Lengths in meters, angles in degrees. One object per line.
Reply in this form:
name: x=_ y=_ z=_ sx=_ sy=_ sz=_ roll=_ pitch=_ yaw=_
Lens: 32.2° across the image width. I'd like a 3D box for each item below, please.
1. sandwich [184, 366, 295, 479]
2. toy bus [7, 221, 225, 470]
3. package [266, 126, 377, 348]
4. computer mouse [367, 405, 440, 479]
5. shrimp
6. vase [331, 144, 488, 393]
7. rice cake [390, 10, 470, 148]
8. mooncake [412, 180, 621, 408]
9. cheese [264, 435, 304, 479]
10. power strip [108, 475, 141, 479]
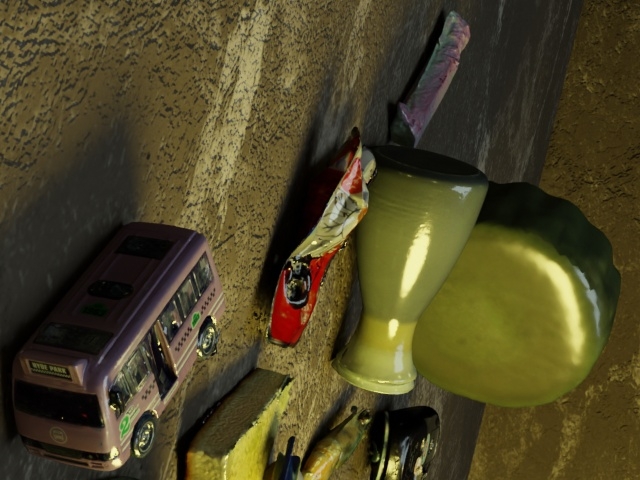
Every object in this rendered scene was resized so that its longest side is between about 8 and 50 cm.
sandwich: x=-0.093 y=0.250 z=1.221 sx=0.193 sy=0.058 sz=0.162 roll=-45 pitch=145 yaw=-62
toy bus: x=-0.153 y=0.077 z=0.859 sx=0.199 sy=0.096 sz=0.108 roll=-59 pitch=151 yaw=-48
package: x=0.000 y=0.000 z=1.322 sx=0.269 sy=0.071 sz=0.194 roll=-63 pitch=159 yaw=-2
computer mouse: x=0.134 y=0.350 z=1.892 sx=0.233 sy=0.096 sz=0.137 roll=9 pitch=89 yaw=-68
shrimp: x=0.017 y=0.333 z=1.620 sx=0.217 sy=0.051 sz=0.150 roll=-41 pitch=144 yaw=-49
vase: x=0.112 y=0.043 z=1.522 sx=0.173 sy=0.173 sz=0.321 roll=-29 pitch=133 yaw=-66
rice cake: x=0.169 y=-0.245 z=1.661 sx=0.081 sy=0.051 sz=0.290 roll=86 pitch=25 yaw=-43
mooncake: x=0.285 y=0.081 z=1.746 sx=0.194 sy=0.356 sz=0.356 roll=-57 pitch=153 yaw=-52
cheese: x=-0.052 y=0.310 z=1.308 sx=0.250 sy=0.064 sz=0.156 roll=102 pitch=2 yaw=-58
power strip: x=-0.153 y=0.389 z=0.969 sx=0.357 sy=0.161 sz=0.357 roll=13 pitch=90 yaw=-73
